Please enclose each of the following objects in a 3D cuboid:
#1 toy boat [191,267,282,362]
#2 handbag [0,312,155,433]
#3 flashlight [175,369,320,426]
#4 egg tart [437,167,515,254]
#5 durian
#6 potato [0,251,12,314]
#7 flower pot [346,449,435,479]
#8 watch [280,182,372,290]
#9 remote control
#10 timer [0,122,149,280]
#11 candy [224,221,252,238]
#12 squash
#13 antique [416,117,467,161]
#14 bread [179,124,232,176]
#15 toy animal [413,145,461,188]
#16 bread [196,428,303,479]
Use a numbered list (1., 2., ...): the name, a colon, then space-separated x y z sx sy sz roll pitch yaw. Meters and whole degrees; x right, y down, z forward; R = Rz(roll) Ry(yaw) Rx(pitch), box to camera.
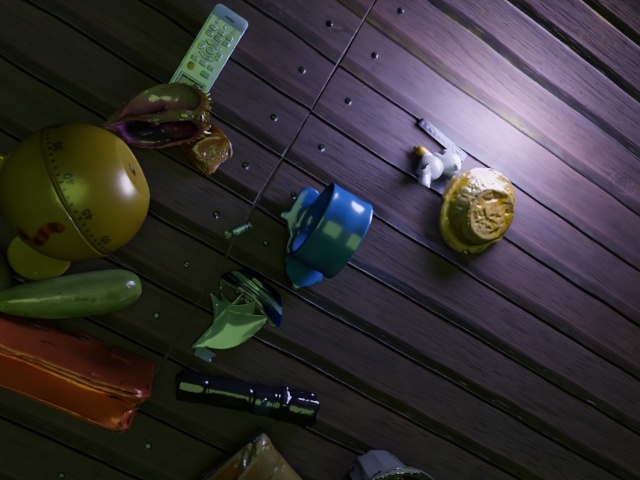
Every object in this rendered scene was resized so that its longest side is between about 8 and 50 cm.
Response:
1. toy boat: -0.255 0.202 1.570 0.292 0.070 0.210 -25 95 -9
2. handbag: -0.624 0.306 1.363 0.410 0.303 0.116 29 91 -16
3. flashlight: -0.211 0.455 1.578 0.424 0.103 0.103 14 88 -11
4. egg tart: 0.499 -0.087 1.712 0.288 0.118 0.288 -4 104 -15
5. durian: -0.416 -0.344 1.476 0.261 0.154 0.186 8 78 1
6. potato: -0.870 0.117 1.376 0.159 0.174 0.251 5 99 -47
7. flower pot: 0.189 0.750 1.592 0.291 0.259 0.290 -1 93 -13
8. watch: 0.000 0.000 1.519 0.241 0.274 0.305 28 80 -13
9. remote control: -0.319 -0.517 1.545 0.103 0.051 0.293 31 88 -12
10. timer: -0.634 -0.104 1.339 0.387 0.376 0.376 -23 97 -4
11. candy: -0.239 -0.032 1.590 0.083 0.020 0.030 -27 100 -13
12. squash: -0.643 0.145 1.403 0.371 0.118 0.118 -7 93 -37
13. antique: 0.385 -0.318 1.735 0.192 0.015 0.031 36 83 -12
14. bread: -0.320 -0.261 1.554 0.129 0.044 0.126 -41 101 -13
15. toy animal: 0.343 -0.231 1.676 0.182 0.127 0.131 -16 102 -24
16. bread: -0.182 0.757 1.532 0.301 0.210 0.341 -34 99 -8
